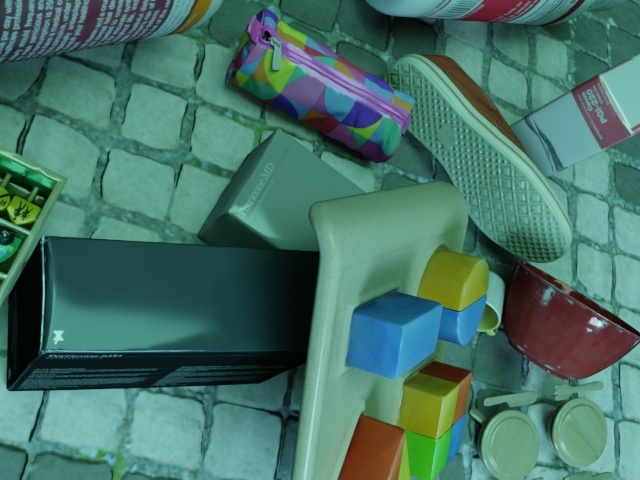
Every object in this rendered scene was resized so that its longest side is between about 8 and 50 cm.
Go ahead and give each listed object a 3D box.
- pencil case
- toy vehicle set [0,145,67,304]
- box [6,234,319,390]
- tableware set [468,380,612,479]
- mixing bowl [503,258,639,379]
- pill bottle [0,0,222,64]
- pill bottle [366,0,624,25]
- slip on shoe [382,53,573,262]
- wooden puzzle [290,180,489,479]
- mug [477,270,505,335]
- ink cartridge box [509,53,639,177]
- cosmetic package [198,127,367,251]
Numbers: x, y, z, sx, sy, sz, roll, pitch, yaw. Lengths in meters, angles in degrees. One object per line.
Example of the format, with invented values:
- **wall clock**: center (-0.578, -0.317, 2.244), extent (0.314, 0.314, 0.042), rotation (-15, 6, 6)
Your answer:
- **pencil case**: center (0.000, -0.183, 0.966), extent (0.236, 0.104, 0.104), rotation (26, 63, -20)
- **toy vehicle set**: center (-0.379, -0.041, 0.688), extent (0.267, 0.035, 0.165), rotation (27, 61, -17)
- **box**: center (-0.141, 0.075, 0.748), extent (0.261, 0.184, 0.103), rotation (4, 72, -29)
- **tableware set**: center (0.275, 0.246, 1.008), extent (0.194, 0.039, 0.128), rotation (-2, 86, -24)
- **mixing bowl**: center (0.300, 0.111, 1.009), extent (0.182, 0.181, 0.098), rotation (27, 101, -19)
- **pill bottle**: center (-0.288, -0.277, 0.729), extent (0.392, 0.224, 0.224), rotation (-25, 86, -43)
- **pill bottle**: center (0.260, -0.417, 1.112), extent (0.408, 0.229, 0.228), rotation (-6, 76, -31)
- **slip on shoe**: center (0.217, -0.115, 1.050), extent (0.101, 0.123, 0.331), rotation (-33, 82, -41)
- **wooden puzzle**: center (0.081, 0.127, 0.761), extent (0.322, 0.081, 0.347), rotation (-15, 110, -60)
- **mug**: center (0.205, 0.077, 1.023), extent (0.062, 0.078, 0.064), rotation (19, 50, 13)
- **ink cartridge box**: center (0.356, -0.160, 1.083), extent (0.159, 0.218, 0.092), rotation (-27, 87, -33)
- **cosmetic package**: center (0.000, 0.000, 0.901), extent (0.238, 0.107, 0.127), rotation (35, 63, -18)
